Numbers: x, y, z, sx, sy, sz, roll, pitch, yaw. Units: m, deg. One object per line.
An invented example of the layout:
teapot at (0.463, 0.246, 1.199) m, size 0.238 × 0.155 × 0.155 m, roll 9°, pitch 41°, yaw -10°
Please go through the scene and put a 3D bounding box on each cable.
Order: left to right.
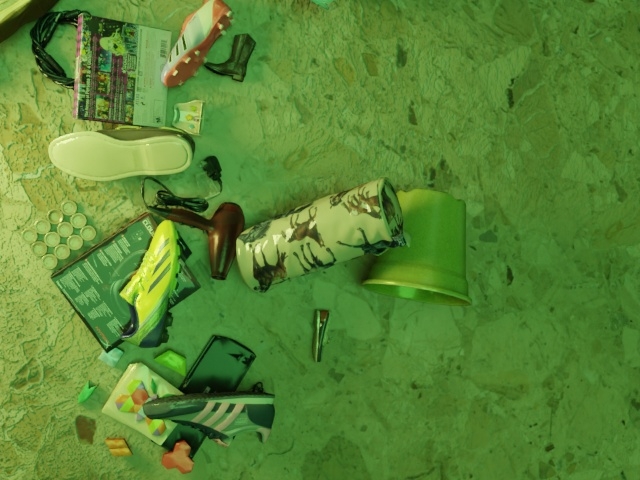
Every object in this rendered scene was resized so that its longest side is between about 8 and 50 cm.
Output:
cable at (-0.576, -0.430, 1.655) m, size 0.150 × 0.047 × 0.185 m, roll -9°, pitch 98°, yaw -14°

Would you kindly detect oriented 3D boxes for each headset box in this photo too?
headset box at (-0.438, 0.085, 1.698) m, size 0.293 × 0.110 × 0.218 m, roll -36°, pitch 103°, yaw -13°

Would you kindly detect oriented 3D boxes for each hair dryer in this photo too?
hair dryer at (-0.286, -0.040, 1.729) m, size 0.223 × 0.080 × 0.294 m, roll -28°, pitch 90°, yaw -30°

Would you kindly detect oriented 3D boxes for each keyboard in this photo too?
keyboard at (-0.261, 0.408, 1.821) m, size 0.201 × 0.033 × 0.317 m, roll 33°, pitch 87°, yaw -9°

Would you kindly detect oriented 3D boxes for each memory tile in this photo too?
memory tile at (-0.610, -0.014, 1.700) m, size 0.148 × 0.012 × 0.113 m, roll -37°, pitch 103°, yaw -8°

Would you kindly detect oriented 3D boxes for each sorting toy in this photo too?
sorting toy at (-0.316, -0.295, 1.740) m, size 0.075 × 0.045 × 0.083 m, roll 7°, pitch 93°, yaw -8°

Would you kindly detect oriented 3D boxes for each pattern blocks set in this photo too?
pattern blocks set at (-0.417, 0.399, 1.765) m, size 0.324 × 0.026 × 0.285 m, roll 23°, pitch 88°, yaw -10°

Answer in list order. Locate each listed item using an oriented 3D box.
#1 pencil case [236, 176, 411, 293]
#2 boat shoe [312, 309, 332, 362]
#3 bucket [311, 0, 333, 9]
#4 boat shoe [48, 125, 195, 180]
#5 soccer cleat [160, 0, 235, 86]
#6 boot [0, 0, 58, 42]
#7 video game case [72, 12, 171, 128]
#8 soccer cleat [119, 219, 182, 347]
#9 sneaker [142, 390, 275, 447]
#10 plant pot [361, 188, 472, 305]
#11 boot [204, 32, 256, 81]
pencil case at (0.000, 0.000, 1.707) m, size 0.410 × 0.160 × 0.184 m, roll -19°, pitch 111°, yaw 19°
boat shoe at (0.005, 0.246, 1.869) m, size 0.043 × 0.049 × 0.137 m, roll 4°, pitch 89°, yaw -17°
bucket at (-0.016, -0.692, 1.671) m, size 0.183 × 0.281 × 0.281 m, roll 20°, pitch 90°, yaw -8°
boat shoe at (-0.452, -0.208, 1.677) m, size 0.324 × 0.097 × 0.117 m, roll -2°, pitch 115°, yaw 0°
soccer cleat at (-0.302, -0.466, 1.708) m, size 0.095 × 0.083 × 0.248 m, roll 34°, pitch 81°, yaw 15°
boot at (-0.705, -0.560, 1.583) m, size 0.203 × 0.095 × 0.262 m, roll 46°, pitch 72°, yaw -1°
video game case at (-0.451, -0.380, 1.665) m, size 0.210 × 0.042 × 0.232 m, roll 1°, pitch 95°, yaw -34°
soccer cleat at (-0.378, 0.095, 1.611) m, size 0.121 × 0.093 × 0.289 m, roll 9°, pitch 91°, yaw -17°
sneaker at (-0.261, 0.429, 1.728) m, size 0.319 × 0.112 × 0.131 m, roll 2°, pitch 85°, yaw -18°
plant pot at (0.258, 0.014, 1.823) m, size 0.276 × 0.276 × 0.254 m, roll 13°, pitch 79°, yaw -15°
boot at (-0.216, -0.452, 1.753) m, size 0.106 × 0.037 × 0.114 m, roll 16°, pitch 92°, yaw -24°
